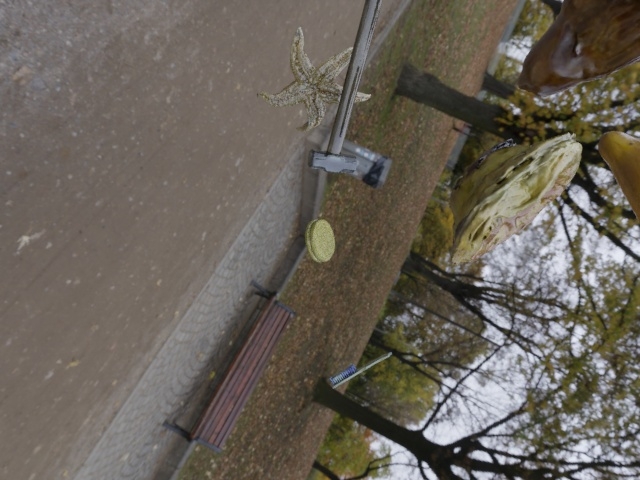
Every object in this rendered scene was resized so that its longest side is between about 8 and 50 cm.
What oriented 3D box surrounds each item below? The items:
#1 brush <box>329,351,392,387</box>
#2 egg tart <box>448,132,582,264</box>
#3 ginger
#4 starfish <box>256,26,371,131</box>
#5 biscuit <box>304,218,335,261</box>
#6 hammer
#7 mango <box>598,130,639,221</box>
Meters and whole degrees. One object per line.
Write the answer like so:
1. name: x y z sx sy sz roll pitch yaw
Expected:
1. brush: 0.099 0.320 1.013 0.179 0.030 0.033 -36 160 17
2. egg tart: 0.268 -0.065 0.591 0.241 0.106 0.241 -31 154 -17
3. ginger: 0.475 -0.361 0.519 0.254 0.176 0.418 -34 174 -22
4. starfish: -0.014 -0.368 0.941 0.062 0.278 0.235 -91 -178 -57
5. biscuit: 0.000 0.000 0.774 0.084 0.023 0.083 15 72 -57
6. hammer: 0.066 -0.320 0.861 0.043 0.111 0.365 -117 -142 -56
7. mango: 0.665 -0.117 0.798 0.157 0.261 0.109 0 153 -41
